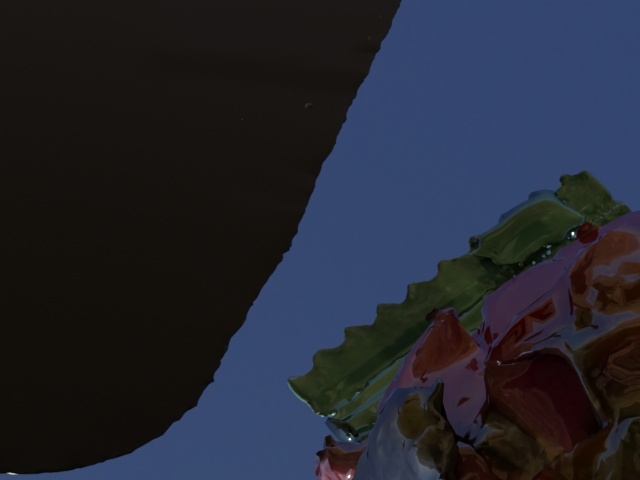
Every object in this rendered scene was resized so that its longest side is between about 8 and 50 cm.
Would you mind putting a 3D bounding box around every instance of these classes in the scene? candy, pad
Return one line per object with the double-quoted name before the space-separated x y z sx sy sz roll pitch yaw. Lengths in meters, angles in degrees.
"candy" 0.188 0.131 1.136 0.263 0.172 0.398 -25 -132 -29
"pad" 0.007 -0.017 0.400 0.323 0.055 0.250 24 -138 2

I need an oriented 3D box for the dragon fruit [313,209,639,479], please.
"dragon fruit" 0.149 0.133 0.553 0.269 0.250 0.291 -12 -136 -33
